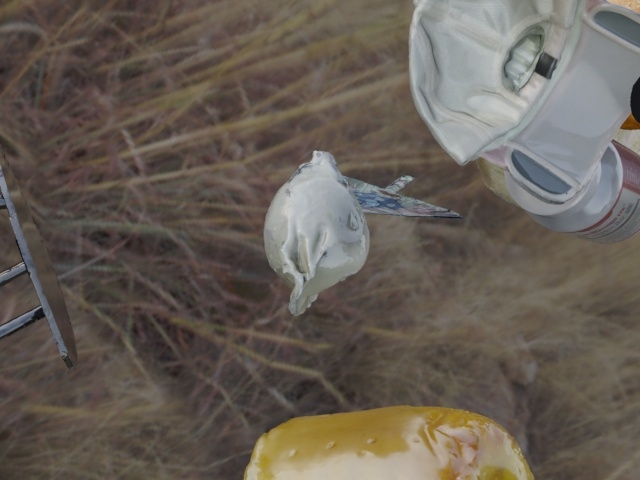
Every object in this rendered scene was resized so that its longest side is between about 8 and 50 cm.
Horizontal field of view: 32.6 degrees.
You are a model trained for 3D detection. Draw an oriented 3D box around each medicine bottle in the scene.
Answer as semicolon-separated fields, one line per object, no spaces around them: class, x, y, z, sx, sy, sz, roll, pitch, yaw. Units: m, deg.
medicine bottle;0.320;-0.068;1.335;0.250;0.131;0.131;9;57;-59

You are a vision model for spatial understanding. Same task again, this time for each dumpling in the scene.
dumpling;0.000;0.000;1.482;0.142;0.172;0.247;10;56;10

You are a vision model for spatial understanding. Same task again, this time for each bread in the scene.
bread;0.114;0.385;1.574;0.250;0.394;0.361;-85;157;-43

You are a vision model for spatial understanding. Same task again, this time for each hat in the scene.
hat;0.204;-0.164;1.035;0.226;0.219;0.164;16;21;-51

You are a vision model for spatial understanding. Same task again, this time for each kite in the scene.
kite;0.129;-0.090;2.171;0.335;0.011;0.314;20;23;22

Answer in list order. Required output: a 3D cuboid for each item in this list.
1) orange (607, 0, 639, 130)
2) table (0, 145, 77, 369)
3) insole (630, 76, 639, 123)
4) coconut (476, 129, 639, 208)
orange;0.332;-0.213;1.203;0.161;0.193;0.193;-17;74;-12
table;-0.487;0.045;1.411;0.249;0.317;0.317;-20;76;-10
insole;0.279;-0.107;0.873;0.002;0.053;0.152;41;17;-21
coconut;0.393;-0.175;1.801;0.297;0.297;0.254;16;68;-34
